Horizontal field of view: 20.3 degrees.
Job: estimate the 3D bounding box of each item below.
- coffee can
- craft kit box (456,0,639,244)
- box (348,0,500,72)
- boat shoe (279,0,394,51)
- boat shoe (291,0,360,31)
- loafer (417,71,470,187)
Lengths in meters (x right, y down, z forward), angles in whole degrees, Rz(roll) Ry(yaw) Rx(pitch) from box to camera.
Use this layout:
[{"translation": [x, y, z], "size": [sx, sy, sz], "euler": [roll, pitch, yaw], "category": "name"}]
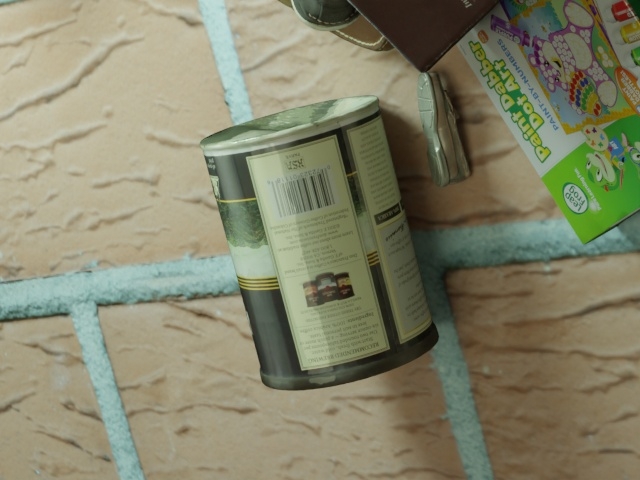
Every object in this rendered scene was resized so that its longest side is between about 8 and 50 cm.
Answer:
[{"translation": [0.000, 0.000, 1.940], "size": [0.201, 0.201, 0.275], "euler": [-6, 103, 40], "category": "coffee can"}, {"translation": [0.267, -0.149, 1.720], "size": [0.250, 0.061, 0.246], "euler": [58, 151, 6], "category": "craft kit box"}, {"translation": [0.129, -0.305, 1.693], "size": [0.167, 0.168, 0.203], "euler": [44, 134, -3], "category": "box"}, {"translation": [-0.043, -0.304, 1.909], "size": [0.324, 0.116, 0.123], "euler": [39, 128, 21], "category": "boat shoe"}, {"translation": [-0.013, -0.380, 1.815], "size": [0.095, 0.112, 0.335], "euler": [115, 142, -77], "category": "boat shoe"}, {"translation": [0.131, -0.121, 1.901], "size": [0.045, 0.039, 0.125], "euler": [-157, 56, -70], "category": "loafer"}]
